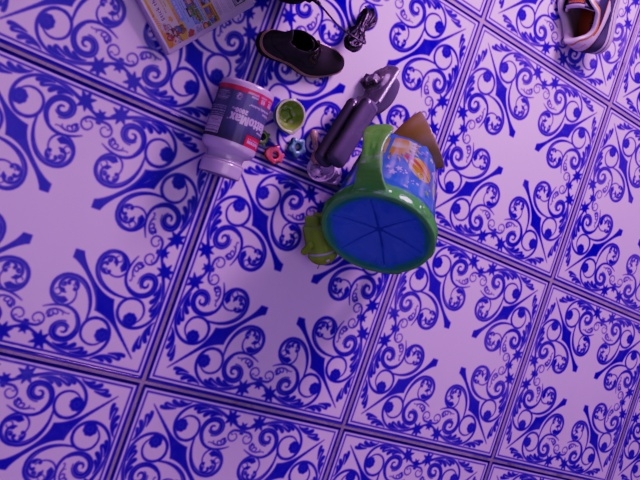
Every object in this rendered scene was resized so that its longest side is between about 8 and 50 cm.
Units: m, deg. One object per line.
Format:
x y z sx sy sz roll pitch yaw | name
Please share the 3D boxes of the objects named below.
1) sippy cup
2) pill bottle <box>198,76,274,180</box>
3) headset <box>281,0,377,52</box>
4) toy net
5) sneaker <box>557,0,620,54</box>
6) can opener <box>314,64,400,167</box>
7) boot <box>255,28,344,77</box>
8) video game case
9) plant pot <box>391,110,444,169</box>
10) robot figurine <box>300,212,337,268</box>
0.140 -0.090 1.592 0.240 0.305 0.224 26 50 -9 | sippy cup
-0.165 -0.210 1.479 0.108 0.108 0.180 19 88 -32 | pill bottle
0.008 -0.540 1.476 0.185 0.243 0.394 -59 138 -32 | headset
-0.034 -0.181 1.598 0.232 0.045 0.122 44 75 -29 | toy net
0.668 -0.625 1.898 0.128 0.126 0.321 -5 102 -36 | sneaker
0.093 -0.253 1.623 0.095 0.076 0.283 49 62 -38 | can opener
-0.012 -0.368 1.527 0.198 0.137 0.076 4 96 -32 | boot
-0.256 -0.492 1.428 0.206 0.026 0.227 -37 115 -21 | video game case
0.201 -0.203 1.698 0.095 0.134 0.134 -23 112 4 | plant pot
0.000 0.000 1.634 0.101 0.067 0.115 -21 109 -39 | robot figurine
